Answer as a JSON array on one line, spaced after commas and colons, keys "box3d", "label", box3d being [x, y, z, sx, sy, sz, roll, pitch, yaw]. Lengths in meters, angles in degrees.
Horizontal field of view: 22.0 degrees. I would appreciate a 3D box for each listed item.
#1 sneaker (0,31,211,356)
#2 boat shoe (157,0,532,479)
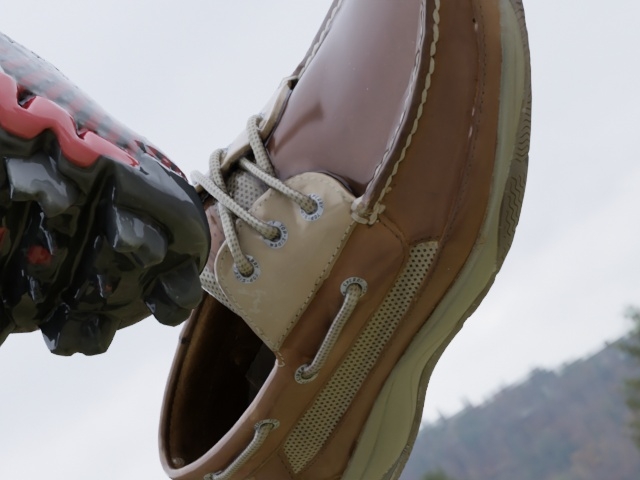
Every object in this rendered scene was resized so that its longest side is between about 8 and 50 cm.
[{"box3d": [-0.155, -0.061, 0.489, 0.135, 0.276, 0.097, -80, 17, -47], "label": "sneaker"}, {"box3d": [0.000, 0.000, 0.714, 0.116, 0.123, 0.324, -2, -54, -23], "label": "boat shoe"}]
